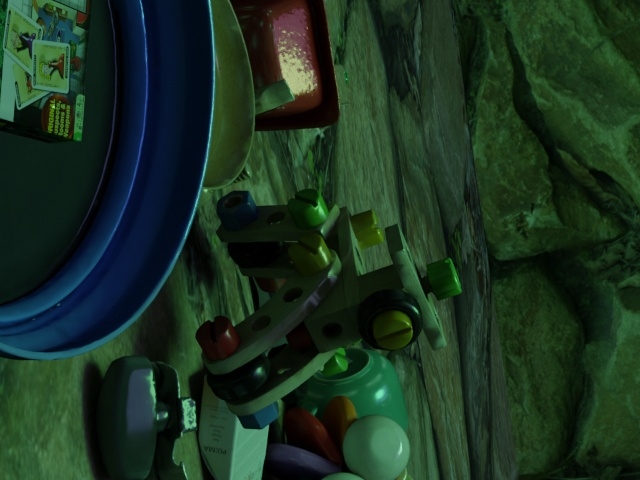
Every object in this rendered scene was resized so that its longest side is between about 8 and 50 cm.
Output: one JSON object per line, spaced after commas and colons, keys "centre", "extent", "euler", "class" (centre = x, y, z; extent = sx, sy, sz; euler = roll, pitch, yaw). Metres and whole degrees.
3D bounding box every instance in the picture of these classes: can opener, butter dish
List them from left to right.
{"centre": [-0.142, 0.235, 1.229], "extent": [0.093, 0.074, 0.280], "euler": [-2, 83, -41], "class": "can opener"}
{"centre": [-0.076, -0.185, 1.533], "extent": [0.118, 0.160, 0.160], "euler": [-22, 107, -51], "class": "butter dish"}

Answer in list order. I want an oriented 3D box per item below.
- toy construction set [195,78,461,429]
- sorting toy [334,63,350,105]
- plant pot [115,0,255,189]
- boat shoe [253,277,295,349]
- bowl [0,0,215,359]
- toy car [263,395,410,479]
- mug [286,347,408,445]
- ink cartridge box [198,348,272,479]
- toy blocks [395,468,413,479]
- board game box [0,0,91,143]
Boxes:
{"centre": [0.000, 0.000, 1.388], "extent": [0.257, 0.237, 0.309], "euler": [-48, 117, -71], "class": "toy construction set"}
{"centre": [0.029, -0.226, 2.161], "extent": [0.083, 0.012, 0.062], "euler": [-24, 103, -71], "class": "sorting toy"}
{"centre": [-0.128, -0.155, 1.256], "extent": [0.236, 0.032, 0.236], "euler": [37, 47, -53], "class": "plant pot"}
{"centre": [-0.049, 0.061, 1.673], "extent": [0.040, 0.049, 0.142], "euler": [-51, 131, -71], "class": "boat shoe"}
{"centre": [-0.195, -0.118, 0.973], "extent": [0.391, 0.077, 0.391], "euler": [1, 90, -65], "class": "bowl"}
{"centre": [0.000, 0.251, 1.620], "extent": [0.182, 0.136, 0.159], "euler": [-58, -172, -27], "class": "toy car"}
{"centre": [0.031, 0.193, 1.762], "extent": [0.158, 0.129, 0.097], "euler": [-69, 149, -61], "class": "mug"}
{"centre": [-0.089, 0.207, 1.509], "extent": [0.145, 0.045, 0.179], "euler": [-31, 132, -75], "class": "ink cartridge box"}
{"centre": [0.091, 0.352, 2.085], "extent": [0.148, 0.054, 0.123], "euler": [63, 26, -54], "class": "toy blocks"}
{"centre": [-0.179, -0.195, 0.881], "extent": [0.136, 0.030, 0.260], "euler": [11, 82, -62], "class": "board game box"}
